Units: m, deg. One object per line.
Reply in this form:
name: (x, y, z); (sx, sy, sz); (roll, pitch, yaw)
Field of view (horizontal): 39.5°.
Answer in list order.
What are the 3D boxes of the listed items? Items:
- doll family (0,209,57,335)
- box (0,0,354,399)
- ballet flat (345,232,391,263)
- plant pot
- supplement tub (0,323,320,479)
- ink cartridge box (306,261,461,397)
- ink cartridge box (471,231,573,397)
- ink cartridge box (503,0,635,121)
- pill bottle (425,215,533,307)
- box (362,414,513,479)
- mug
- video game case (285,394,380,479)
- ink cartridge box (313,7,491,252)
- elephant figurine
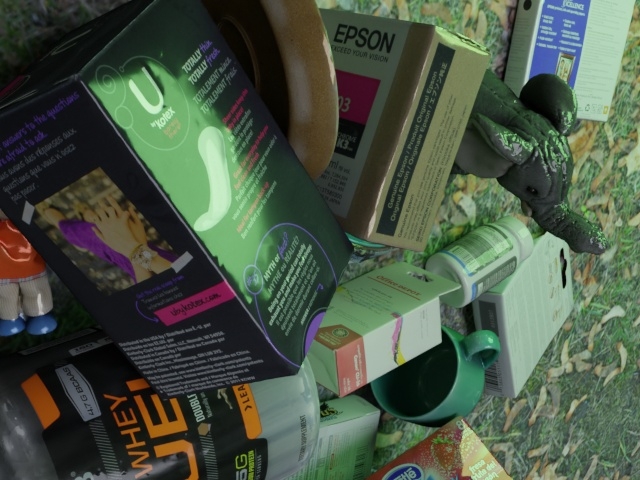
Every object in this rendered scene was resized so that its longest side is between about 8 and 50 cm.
doll family: (-0.331, -0.008, 0.696); (0.263, 0.118, 0.163); (-10, 120, -18)
box: (-0.114, -0.032, 0.687); (0.270, 0.143, 0.165); (58, 35, -25)
ballet flat: (0.000, 0.000, 1.004); (0.188, 0.070, 0.070); (13, 98, -41)
plant pot: (-0.061, -0.157, 0.765); (0.032, 0.236, 0.236); (-23, 120, -25)
supplement tub: (-0.186, 0.178, 0.807); (0.338, 0.207, 0.207); (-19, 118, -34)
ink cartridge box: (0.061, 0.097, 1.046); (0.198, 0.115, 0.067); (-23, 119, -32)
ink cartridge box: (0.299, 0.087, 1.304); (0.232, 0.066, 0.189); (-47, 134, -44)
ink cartridge box: (0.334, -0.267, 1.184); (0.206, 0.045, 0.208); (-1, 108, -40)
pill bottle: (0.211, 0.025, 1.171); (0.137, 0.078, 0.078); (-29, 123, -29)
box: (0.093, 0.334, 1.048); (0.257, 0.122, 0.128); (-26, 156, -30)
mug: (0.153, 0.173, 1.126); (0.097, 0.157, 0.129); (28, 73, -48)
video game case: (-0.052, 0.338, 1.081); (0.244, 0.061, 0.269); (-6, 110, -41)
ink cartridge box: (0.021, -0.116, 0.849); (0.088, 0.234, 0.193); (10, 99, -43)
elephant figurine: (0.220, -0.112, 1.015); (0.186, 0.239, 0.169); (27, 89, -43)
